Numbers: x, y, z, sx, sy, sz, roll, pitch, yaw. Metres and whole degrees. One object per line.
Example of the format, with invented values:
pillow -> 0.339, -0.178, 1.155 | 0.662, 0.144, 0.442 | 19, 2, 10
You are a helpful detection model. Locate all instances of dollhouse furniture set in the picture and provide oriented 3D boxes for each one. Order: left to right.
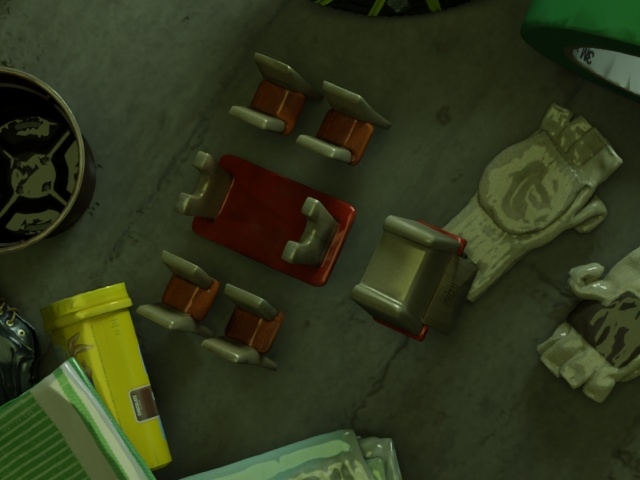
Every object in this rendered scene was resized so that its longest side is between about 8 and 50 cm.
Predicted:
dollhouse furniture set -> 0.000, 0.000, 1.692 | 0.259, 0.135, 0.262 | 24, 89, 24

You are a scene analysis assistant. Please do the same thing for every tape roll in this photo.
tape roll -> 0.331, -0.155, 1.569 | 0.321, 0.321, 0.077 | 21, 89, 5

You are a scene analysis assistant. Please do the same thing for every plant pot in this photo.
plant pot -> -0.280, -0.066, 1.691 | 0.167, 0.165, 0.167 | 0, 88, 5

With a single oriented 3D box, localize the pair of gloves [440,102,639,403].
pair of gloves -> 0.242, 0.013, 1.709 | 0.240, 0.042, 0.204 | 40, 96, 10

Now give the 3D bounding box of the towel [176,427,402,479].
towel -> -0.074, 0.366, 1.670 | 0.374, 0.090, 0.321 | -17, 83, 2

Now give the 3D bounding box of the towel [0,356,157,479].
towel -> -0.279, 0.290, 1.634 | 0.325, 0.038, 0.248 | -37, 83, 11

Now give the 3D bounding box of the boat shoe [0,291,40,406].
boat shoe -> -0.309, 0.071, 1.742 | 0.083, 0.065, 0.183 | -4, 93, 2

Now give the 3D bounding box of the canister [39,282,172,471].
canister -> -0.196, 0.132, 1.695 | 0.073, 0.126, 0.170 | -16, 89, -18

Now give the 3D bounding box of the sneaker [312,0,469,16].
sneaker -> 0.135, -0.315, 1.697 | 0.384, 0.145, 0.147 | -12, 66, 7
